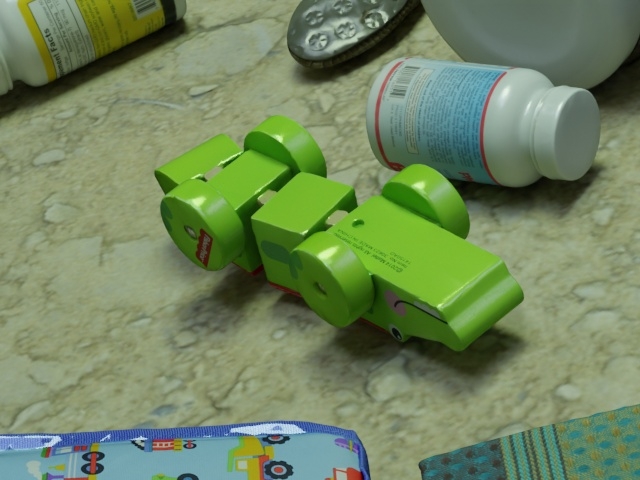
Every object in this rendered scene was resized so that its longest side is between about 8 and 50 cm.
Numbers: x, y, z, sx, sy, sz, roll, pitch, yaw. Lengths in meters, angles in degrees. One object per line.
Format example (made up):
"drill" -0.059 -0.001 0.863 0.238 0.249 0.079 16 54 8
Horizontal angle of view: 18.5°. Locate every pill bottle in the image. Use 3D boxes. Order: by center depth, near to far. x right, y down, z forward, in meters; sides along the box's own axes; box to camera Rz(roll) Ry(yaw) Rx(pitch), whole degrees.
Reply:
"pill bottle" 0.119 -0.085 1.432 0.160 0.087 0.087 10 44 37
"pill bottle" 0.231 -0.277 1.559 0.188 0.188 0.334 9 43 37
"pill bottle" -0.237 -0.212 1.771 0.208 0.119 0.119 -27 34 -11

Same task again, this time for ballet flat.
"ballet flat" 0.061 -0.223 1.700 0.084 0.058 0.250 29 59 23

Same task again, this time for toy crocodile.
"toy crocodile" 0.000 0.000 1.374 0.340 0.105 0.115 23 52 40

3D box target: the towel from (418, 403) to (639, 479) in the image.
"towel" 0.239 0.166 1.057 0.370 0.040 0.271 -16 32 10

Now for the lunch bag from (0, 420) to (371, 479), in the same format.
"lunch bag" -0.087 0.202 1.096 0.293 0.138 0.221 -11 33 5
